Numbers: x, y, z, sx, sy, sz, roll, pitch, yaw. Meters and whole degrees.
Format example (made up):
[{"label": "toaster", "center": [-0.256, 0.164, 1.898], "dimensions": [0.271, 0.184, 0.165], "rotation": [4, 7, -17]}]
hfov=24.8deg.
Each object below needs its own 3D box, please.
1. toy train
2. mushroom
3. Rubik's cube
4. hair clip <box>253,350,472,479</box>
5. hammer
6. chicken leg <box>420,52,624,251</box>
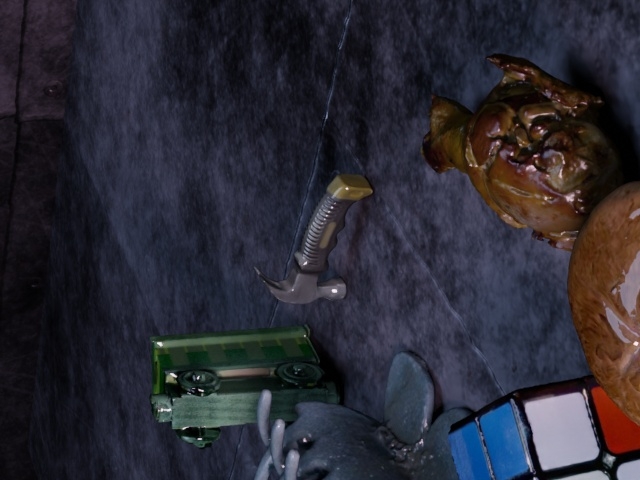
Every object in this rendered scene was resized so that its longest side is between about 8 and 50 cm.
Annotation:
[{"label": "toy train", "center": [-0.127, 0.228, 2.292], "dimensions": [0.202, 0.301, 0.120], "rotation": [-124, 34, -61]}, {"label": "mushroom", "center": [0.350, 0.076, 1.374], "dimensions": [0.278, 0.146, 0.278], "rotation": [27, 129, 39]}, {"label": "Rubik's cube", "center": [0.262, 0.249, 1.549], "dimensions": [0.167, 0.180, 0.183], "rotation": [136, 125, -61]}, {"label": "hair clip", "center": [0.059, 0.344, 1.982], "dimensions": [0.318, 0.239, 0.392], "rotation": [-121, 33, -47]}, {"label": "hammer", "center": [0.000, 0.000, 2.159], "dimensions": [0.041, 0.159, 0.226], "rotation": [57, 132, 41]}, {"label": "chicken leg", "center": [0.206, -0.118, 1.656], "dimensions": [0.361, 0.140, 0.211], "rotation": [38, 138, 53]}]
